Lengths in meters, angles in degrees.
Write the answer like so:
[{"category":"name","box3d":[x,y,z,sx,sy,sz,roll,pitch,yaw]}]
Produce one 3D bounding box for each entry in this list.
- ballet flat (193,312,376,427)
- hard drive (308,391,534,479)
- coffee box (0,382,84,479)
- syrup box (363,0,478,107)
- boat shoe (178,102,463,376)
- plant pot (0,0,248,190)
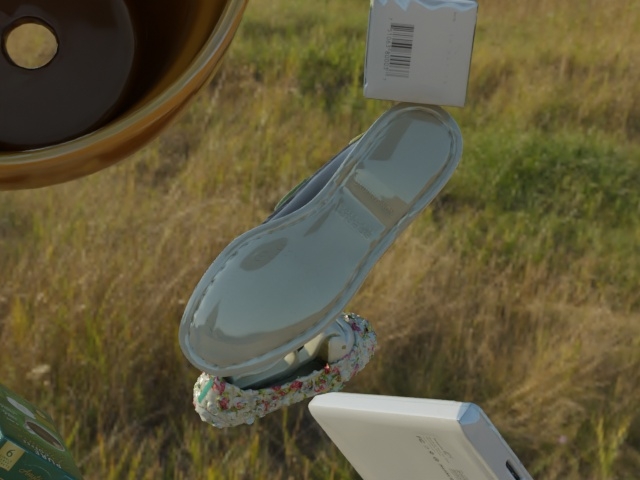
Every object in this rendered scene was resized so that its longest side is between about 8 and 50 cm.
[{"category":"ballet flat","box3d":[-0.025,0.125,1.031,0.241,0.077,0.091,-25,59,-35]},{"category":"hard drive","box3d":[0.133,0.277,1.230,0.040,0.203,0.307,-46,19,-28]},{"category":"coffee box","box3d":[-0.320,0.209,1.038,0.113,0.040,0.184,44,-7,-32]},{"category":"syrup box","box3d":[0.096,-0.200,0.953,0.096,0.093,0.237,6,20,3]},{"category":"boat shoe","box3d":[0.000,0.000,0.924,0.116,0.324,0.097,44,-2,-2]},{"category":"plant pot","box3d":[-0.140,-0.115,0.442,0.205,0.205,0.188,1,-6,-11]}]
